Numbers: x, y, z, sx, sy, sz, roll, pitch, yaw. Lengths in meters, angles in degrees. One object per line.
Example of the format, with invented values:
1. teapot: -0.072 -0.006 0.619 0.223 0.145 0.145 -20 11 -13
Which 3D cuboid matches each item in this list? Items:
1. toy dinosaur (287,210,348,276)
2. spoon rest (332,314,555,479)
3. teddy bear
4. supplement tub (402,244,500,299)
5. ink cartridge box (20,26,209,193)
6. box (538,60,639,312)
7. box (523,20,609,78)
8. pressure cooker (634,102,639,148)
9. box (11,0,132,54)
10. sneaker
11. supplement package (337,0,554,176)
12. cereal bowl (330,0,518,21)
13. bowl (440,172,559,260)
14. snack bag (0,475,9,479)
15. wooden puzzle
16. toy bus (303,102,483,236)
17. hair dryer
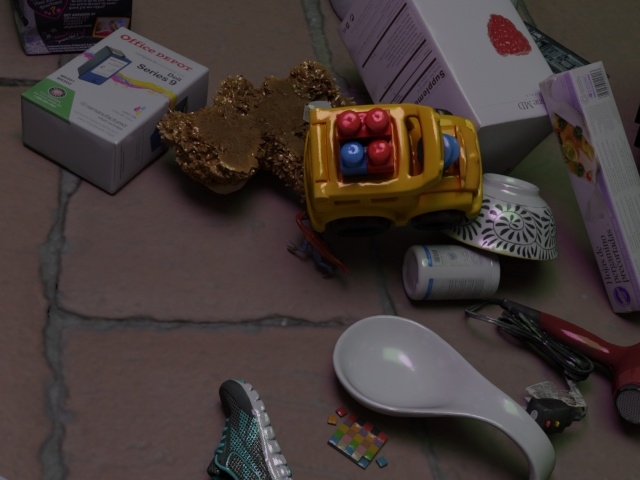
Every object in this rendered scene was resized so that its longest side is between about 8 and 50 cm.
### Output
1. toy dinosaur: 0.000 0.000 1.167 0.047 0.090 0.082 -41 111 -28
2. spoon rest: 0.139 0.174 1.030 0.276 0.084 0.137 33 48 16
3. teddy bear: -0.061 -0.144 1.276 0.245 0.113 0.338 36 44 3
4. supplement tub: 0.163 0.040 1.171 0.107 0.071 0.071 1 47 -15
5. ink cartridge box: -0.272 -0.182 1.254 0.154 0.093 0.212 28 45 14
6. box: 0.373 -0.068 1.208 0.067 0.063 0.323 -21 92 -28
7. box: 0.325 -0.257 1.499 0.183 0.059 0.233 40 51 24
8. pressure cooker: 0.651 -0.208 1.307 0.370 0.420 0.375 17 12 10
9. box: -0.389 -0.414 1.408 0.163 0.142 0.247 -8 49 -21
10. sneaker: -0.083 0.215 0.951 0.076 0.065 0.166 -13 50 -19
11. supplement package: 0.184 -0.244 1.315 0.178 0.175 0.292 -13 69 -31
12. cereal bowl: 0.189 -0.461 1.604 0.339 0.141 0.338 7 47 -8
13. bowl: 0.237 -0.040 1.207 0.170 0.080 0.170 13 14 -3
14. snack bag: -0.263 0.268 0.743 0.343 0.037 0.323 25 10 7
15. wooden puzzle: 0.041 0.217 1.016 0.083 0.006 0.049 32 48 16
16. toy bus: 0.086 -0.099 1.082 0.220 0.211 0.149 -3 77 2
17. hair dryer: 0.342 0.128 1.124 0.294 0.080 0.223 2 41 -20
